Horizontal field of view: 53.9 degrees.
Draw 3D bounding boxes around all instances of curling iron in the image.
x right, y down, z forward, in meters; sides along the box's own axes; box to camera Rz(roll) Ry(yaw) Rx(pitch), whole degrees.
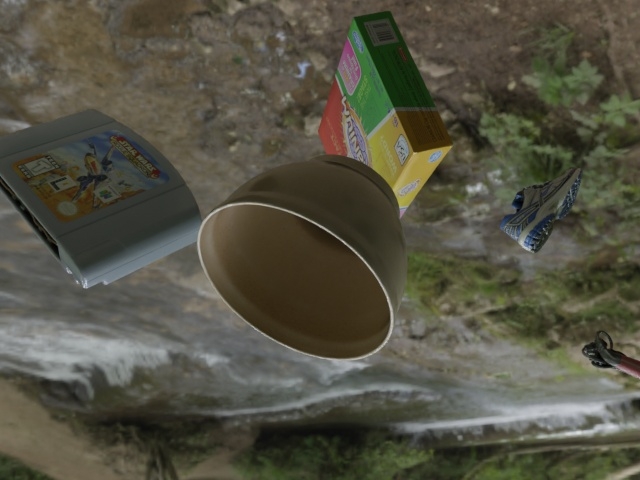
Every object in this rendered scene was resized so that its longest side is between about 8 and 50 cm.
[{"bbox_3d":[0.446,0.174,0.765,0.274,0.035,0.068,21,-158,-2],"label":"curling iron"}]

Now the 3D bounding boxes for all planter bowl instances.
[{"bbox_3d":[0.000,0.000,0.496,0.162,0.109,0.162,19,140,16],"label":"planter bowl"}]

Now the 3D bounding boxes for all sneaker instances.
[{"bbox_3d":[0.256,-0.048,0.729,0.058,0.135,0.052,30,148,29],"label":"sneaker"}]

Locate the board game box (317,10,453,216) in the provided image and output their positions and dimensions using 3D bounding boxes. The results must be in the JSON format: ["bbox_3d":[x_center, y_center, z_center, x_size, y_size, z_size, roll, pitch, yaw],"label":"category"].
[{"bbox_3d":[0.089,-0.171,1.037,0.064,0.242,0.316,-15,161,-16],"label":"board game box"}]

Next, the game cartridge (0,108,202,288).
[{"bbox_3d":[-0.303,-0.074,0.846,0.198,0.297,0.062,-32,148,-31],"label":"game cartridge"}]
